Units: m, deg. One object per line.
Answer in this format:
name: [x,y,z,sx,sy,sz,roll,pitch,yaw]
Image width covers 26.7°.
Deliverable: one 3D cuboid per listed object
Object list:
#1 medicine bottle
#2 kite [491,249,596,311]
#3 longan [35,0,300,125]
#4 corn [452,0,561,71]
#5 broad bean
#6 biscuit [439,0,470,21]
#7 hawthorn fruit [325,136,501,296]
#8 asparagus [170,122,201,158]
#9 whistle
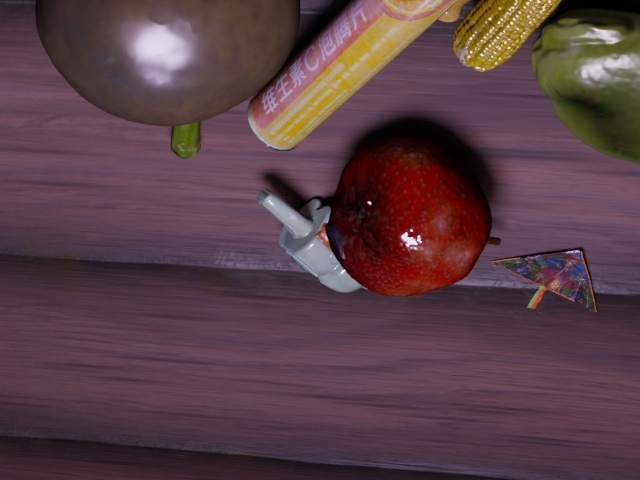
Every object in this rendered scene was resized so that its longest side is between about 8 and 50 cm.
medicine bottle: [0.049,-0.248,1.715,0.108,0.108,0.426,30,141,-18]
kite: [0.355,0.059,2.064,0.190,0.010,0.159,26,135,-12]
longan: [-0.187,-0.288,1.648,0.319,0.319,0.319,6,135,6]
corn: [0.237,-0.283,1.618,0.080,0.080,0.238,27,142,-15]
broad bean: [0.400,-0.193,1.714,0.291,0.119,0.238,26,149,-6]
biscuit: [0.200,-0.350,1.646,0.240,0.035,0.158,-13,135,38]
hawthorn fruit: [0.147,-0.017,1.903,0.266,0.210,0.230,21,131,-29]
asparagus: [-0.185,-0.193,1.905,0.041,0.045,0.178,-13,140,-23]
whistle: [-0.002,0.001,2.017,0.102,0.105,0.253,-12,139,46]
